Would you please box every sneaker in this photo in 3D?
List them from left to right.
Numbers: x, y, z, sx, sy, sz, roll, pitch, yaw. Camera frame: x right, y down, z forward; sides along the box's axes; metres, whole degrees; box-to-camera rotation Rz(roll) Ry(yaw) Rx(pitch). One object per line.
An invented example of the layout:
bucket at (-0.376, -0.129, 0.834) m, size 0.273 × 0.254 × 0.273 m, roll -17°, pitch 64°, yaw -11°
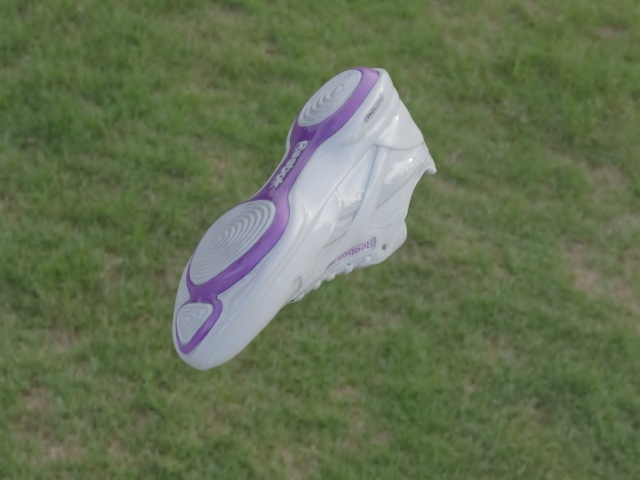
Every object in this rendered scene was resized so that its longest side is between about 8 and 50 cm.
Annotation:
sneaker at (0.000, 0.000, 1.041) m, size 0.114 × 0.152 × 0.305 m, roll 8°, pitch 55°, yaw 52°
